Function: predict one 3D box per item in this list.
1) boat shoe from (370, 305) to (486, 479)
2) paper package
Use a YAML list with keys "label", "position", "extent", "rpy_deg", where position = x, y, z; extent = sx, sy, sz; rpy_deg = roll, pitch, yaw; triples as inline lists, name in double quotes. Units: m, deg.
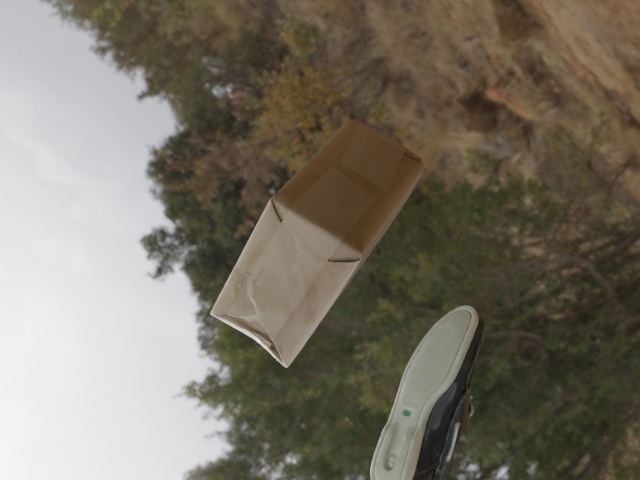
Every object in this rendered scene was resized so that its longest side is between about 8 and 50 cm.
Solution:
- label: "boat shoe"
  position: [0.136, 0.187, 1.007]
  extent: [0.079, 0.233, 0.084]
  rpy_deg: [26, 174, -28]
- label: "paper package"
  position: [0.000, 0.000, 1.499]
  extent: [0.168, 0.309, 0.325]
  rpy_deg: [34, -142, 4]
